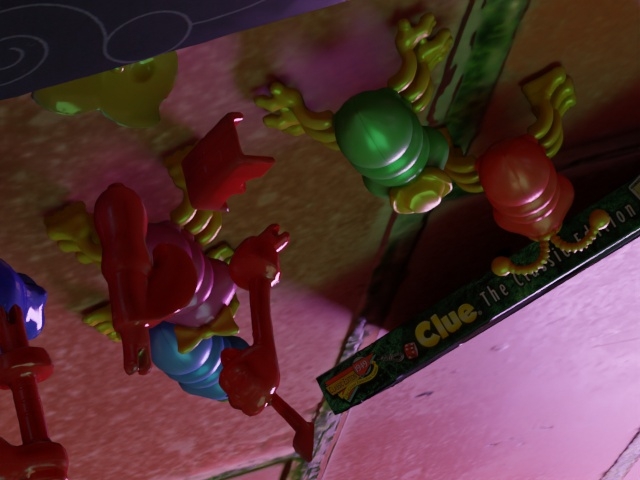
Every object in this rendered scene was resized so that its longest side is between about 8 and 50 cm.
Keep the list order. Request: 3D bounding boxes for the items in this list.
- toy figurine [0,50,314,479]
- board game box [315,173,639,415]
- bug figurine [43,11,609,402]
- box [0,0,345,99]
[{"bbox_3d":[-0.208,0.047,0.675,0.363,0.191,0.217,-2,153,-36],"label":"toy figurine"},{"bbox_3d":[0.127,0.013,1.015,0.260,0.030,0.136,-34,171,22],"label":"board game box"},{"bbox_3d":[0.000,0.000,0.877,0.279,0.072,0.216,-28,155,12],"label":"bug figurine"},{"bbox_3d":[-0.082,-0.136,0.444,0.270,0.143,0.165,-18,155,-9],"label":"box"}]
